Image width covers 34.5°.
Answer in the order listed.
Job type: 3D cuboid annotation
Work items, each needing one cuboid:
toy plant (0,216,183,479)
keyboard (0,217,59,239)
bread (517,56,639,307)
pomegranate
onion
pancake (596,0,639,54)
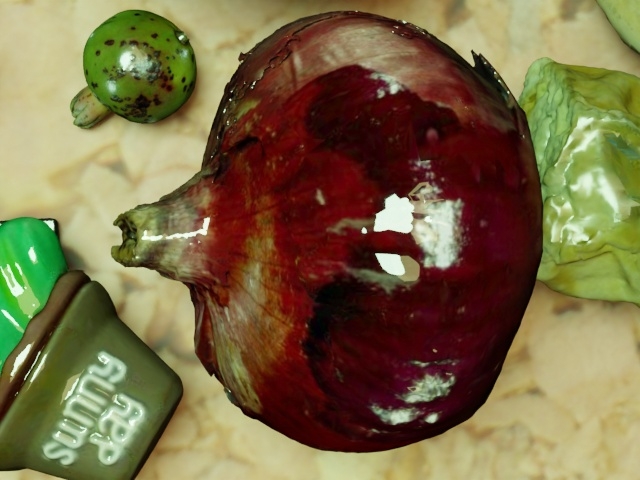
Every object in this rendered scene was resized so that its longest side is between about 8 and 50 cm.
[{"bbox_3d":[-0.177,0.060,0.582,0.200,0.105,0.143,30,89,-1],"label":"toy plant"},{"bbox_3d":[-0.236,0.017,0.623,0.155,0.010,0.053,-4,86,-11],"label":"keyboard"},{"bbox_3d":[0.244,-0.012,0.655,0.267,0.130,0.152,19,72,-8],"label":"bread"},{"bbox_3d":[-0.117,-0.101,0.626,0.084,0.073,0.073,-33,91,-12],"label":"pomegranate"},{"bbox_3d":[0.000,0.000,0.553,0.219,0.252,0.252,-7,86,-22],"label":"onion"},{"bbox_3d":[0.334,-0.267,0.654,0.382,0.071,0.382,-4,75,17],"label":"pancake"}]
